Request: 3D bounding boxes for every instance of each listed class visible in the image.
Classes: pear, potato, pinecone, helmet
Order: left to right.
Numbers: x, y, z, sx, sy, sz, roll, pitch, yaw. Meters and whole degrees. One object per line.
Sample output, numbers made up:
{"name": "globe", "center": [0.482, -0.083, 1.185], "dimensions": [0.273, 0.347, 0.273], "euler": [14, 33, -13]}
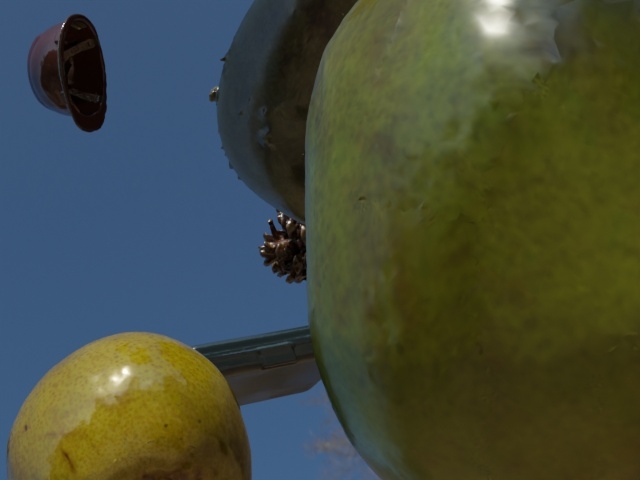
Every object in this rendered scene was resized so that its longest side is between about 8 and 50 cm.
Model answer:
{"name": "helmet", "center": [-0.246, -0.154, 1.033], "dimensions": [0.057, 0.089, 0.111], "euler": [-4, -87, 14]}
{"name": "pear", "center": [-0.158, 0.175, 0.916], "dimensions": [0.209, 0.209, 0.208], "euler": [-8, -56, -12]}
{"name": "pinecone", "center": [0.000, 0.000, 1.491], "dimensions": [0.174, 0.173, 0.173], "euler": [-8, -56, -12]}
{"name": "potato", "center": [0.024, -0.193, 1.179], "dimensions": [0.270, 0.219, 0.359], "euler": [15, -69, 11]}
{"name": "pear", "center": [0.118, 0.006, 0.511], "dimensions": [0.269, 0.269, 0.321], "euler": [-17, -87, -6]}

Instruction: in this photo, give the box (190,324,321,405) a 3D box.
{"name": "box", "center": [-0.086, 0.165, 1.390], "dimensions": [0.230, 0.050, 0.160], "euler": [-7, -25, -31]}
